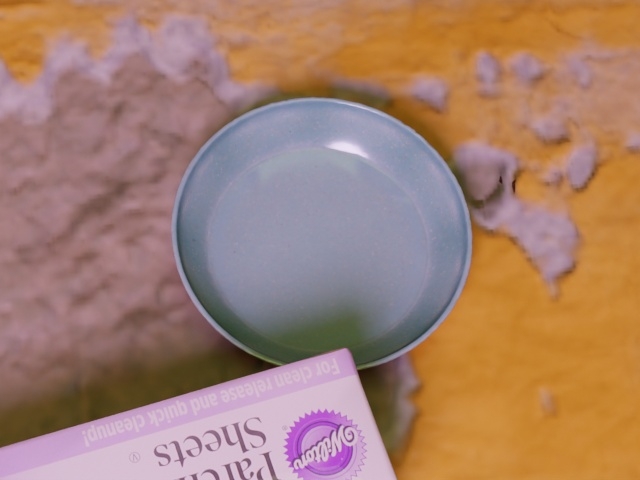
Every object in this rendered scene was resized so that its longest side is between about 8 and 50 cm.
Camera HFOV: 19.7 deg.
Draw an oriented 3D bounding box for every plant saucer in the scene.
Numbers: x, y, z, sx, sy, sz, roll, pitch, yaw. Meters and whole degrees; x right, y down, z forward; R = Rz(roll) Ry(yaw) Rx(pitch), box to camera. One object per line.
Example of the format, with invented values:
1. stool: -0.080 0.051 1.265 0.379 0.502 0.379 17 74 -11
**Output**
1. plant saucer: 0.000 0.000 0.733 0.119 0.021 0.119 2 67 -5

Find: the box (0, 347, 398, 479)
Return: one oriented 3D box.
1. box: -0.133 0.117 0.643 0.324 0.063 0.067 -15 70 -12
